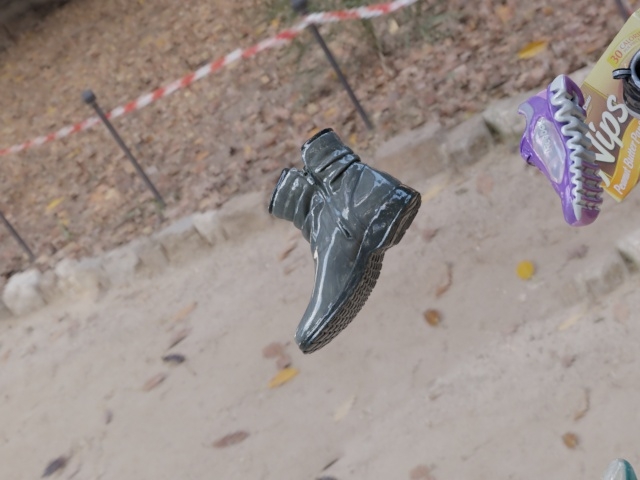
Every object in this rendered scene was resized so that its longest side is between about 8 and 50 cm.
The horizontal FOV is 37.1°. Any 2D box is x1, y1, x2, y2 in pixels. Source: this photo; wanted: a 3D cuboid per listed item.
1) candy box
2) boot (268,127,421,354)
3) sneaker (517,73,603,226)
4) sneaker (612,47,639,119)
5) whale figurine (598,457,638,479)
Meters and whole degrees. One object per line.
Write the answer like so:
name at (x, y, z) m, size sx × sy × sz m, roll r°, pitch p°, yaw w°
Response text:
candy box at (0.535, -0.230, 1.612) m, size 0.087 × 0.183 × 0.316 m, roll -36°, pitch -16°, yaw -32°
boot at (0.000, 0.000, 1.159) m, size 0.247 × 0.161 × 0.083 m, roll -59°, pitch -19°, yaw 9°
sneaker at (0.358, -0.128, 1.452) m, size 0.104 × 0.237 × 0.095 m, roll -18°, pitch -19°, yaw 32°
sneaker at (0.555, -0.236, 1.360) m, size 0.268 × 0.153 × 0.101 m, roll -6°, pitch 77°, yaw 31°
whale figurine at (0.420, 0.426, 1.245) m, size 0.141 × 0.216 × 0.272 m, roll 10°, pitch 43°, yaw -3°
